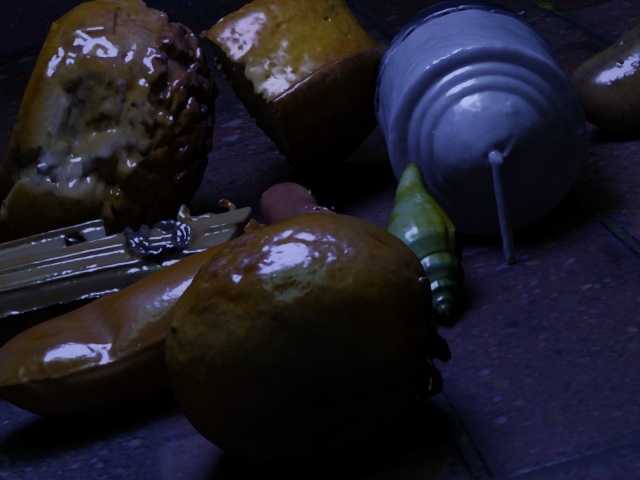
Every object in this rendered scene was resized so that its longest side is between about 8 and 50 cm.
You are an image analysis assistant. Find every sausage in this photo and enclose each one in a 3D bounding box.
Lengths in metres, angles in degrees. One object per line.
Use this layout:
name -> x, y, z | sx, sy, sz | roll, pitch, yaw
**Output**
sausage -> -0.149, 0.086, 1.550 | 0.353, 0.116, 0.134 | -21, 33, -10
sausage -> 0.001, 0.000, 1.741 | 0.078, 0.078, 0.304 | -19, 20, -14

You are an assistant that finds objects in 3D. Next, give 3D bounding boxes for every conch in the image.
conch -> 0.099, 0.010, 1.609 | 0.079, 0.095, 0.201 | 3, 29, -1

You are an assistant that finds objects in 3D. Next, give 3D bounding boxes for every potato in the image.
potato -> 0.385, -0.191, 1.958 | 0.176, 0.137, 0.137 | -32, 13, 17

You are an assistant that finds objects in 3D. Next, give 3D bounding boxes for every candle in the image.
candle -> 0.173, -0.133, 1.779 | 0.221, 0.221, 0.342 | -14, 18, 2

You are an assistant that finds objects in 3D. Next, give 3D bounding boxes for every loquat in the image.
loquat -> -0.018, 0.077, 1.343 | 0.238, 0.193, 0.238 | -9, 12, 2

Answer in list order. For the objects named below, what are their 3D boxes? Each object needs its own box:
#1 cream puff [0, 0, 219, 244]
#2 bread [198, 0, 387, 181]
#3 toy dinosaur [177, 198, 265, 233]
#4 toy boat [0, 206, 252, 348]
cream puff -> -0.248, -0.117, 1.960 | 0.231, 0.327, 0.343 | 20, 50, -10
bread -> -0.009, -0.204, 2.008 | 0.179, 0.194, 0.340 | -40, -12, -2
toy dinosaur -> -0.105, 0.015, 1.855 | 0.142, 0.057, 0.212 | 12, 38, 14
toy boat -> -0.277, 0.058, 1.708 | 0.445, 0.136, 0.162 | -13, 36, -4
